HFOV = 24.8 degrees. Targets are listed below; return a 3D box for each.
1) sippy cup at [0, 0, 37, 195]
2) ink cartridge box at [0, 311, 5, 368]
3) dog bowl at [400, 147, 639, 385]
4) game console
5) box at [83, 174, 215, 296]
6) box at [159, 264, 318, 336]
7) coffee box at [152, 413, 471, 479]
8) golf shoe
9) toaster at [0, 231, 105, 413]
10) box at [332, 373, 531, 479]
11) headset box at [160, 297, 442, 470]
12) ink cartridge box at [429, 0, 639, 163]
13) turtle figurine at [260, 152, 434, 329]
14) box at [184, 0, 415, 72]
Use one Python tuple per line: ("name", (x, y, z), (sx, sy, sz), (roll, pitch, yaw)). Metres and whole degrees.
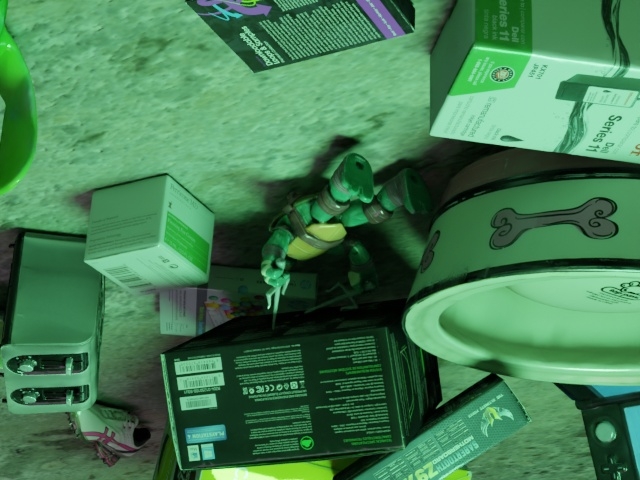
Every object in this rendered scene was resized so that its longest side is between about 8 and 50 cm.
("sippy cup", (-0.387, -0.131, 1.192), (0.305, 0.224, 0.240), (7, 152, -7))
("ink cartridge box", (-0.383, 0.127, 1.827), (0.209, 0.062, 0.109), (12, 180, -14))
("dog bowl", (0.287, 0.027, 1.459), (0.408, 0.150, 0.408), (4, 161, 2))
("game console", (0.448, 0.229, 1.873), (0.293, 0.250, 0.173), (-15, 174, 33))
("box", (-0.182, -0.003, 1.566), (0.102, 0.087, 0.101), (-12, 149, 26))
("box", (-0.102, 0.078, 1.771), (0.186, 0.038, 0.145), (4, 153, -4))
("coffee box", (-0.041, 0.380, 1.896), (0.338, 0.338, 0.334), (11, -173, -13))
("golf shoe", (-0.316, 0.267, 2.151), (0.086, 0.067, 0.186), (-28, 148, 2))
("toaster", (-0.309, 0.091, 1.688), (0.110, 0.186, 0.168), (4, 145, -7))
("box", (0.119, 0.235, 1.625), (0.232, 0.059, 0.183), (-34, 176, 1))
("headset box", (-0.009, 0.149, 1.609), (0.246, 0.131, 0.283), (-7, -176, 13))
("ink cartridge box", (0.210, -0.146, 1.243), (0.208, 0.087, 0.153), (6, 153, -8))
("turtle figurine", (0.000, 0.000, 1.516), (0.175, 0.118, 0.234), (-8, 154, -45))
("box", (-0.016, -0.198, 1.232), (0.162, 0.029, 0.116), (-12, 148, 25))
